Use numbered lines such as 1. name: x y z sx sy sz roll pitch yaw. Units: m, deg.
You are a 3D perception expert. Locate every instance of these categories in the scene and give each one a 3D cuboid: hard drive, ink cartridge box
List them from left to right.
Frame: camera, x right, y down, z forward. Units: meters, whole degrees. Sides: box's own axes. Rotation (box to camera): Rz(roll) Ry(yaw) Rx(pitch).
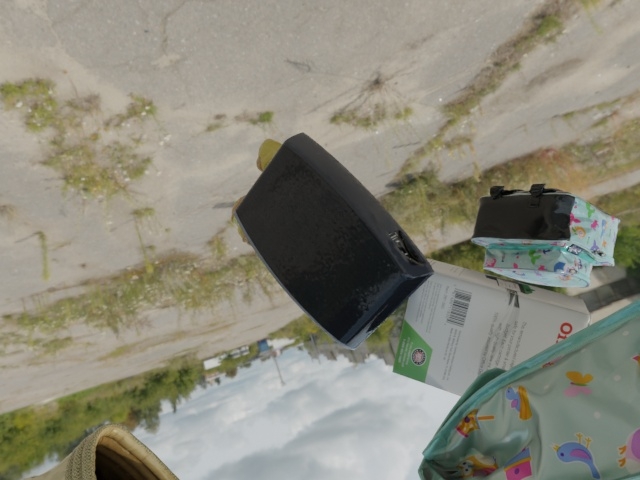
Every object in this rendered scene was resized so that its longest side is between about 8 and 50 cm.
1. hard drive: 0.000 0.000 0.615 0.172 0.255 0.054 -49 160 24
2. ink cartridge box: 0.228 0.132 0.661 0.219 0.160 0.092 16 -167 21

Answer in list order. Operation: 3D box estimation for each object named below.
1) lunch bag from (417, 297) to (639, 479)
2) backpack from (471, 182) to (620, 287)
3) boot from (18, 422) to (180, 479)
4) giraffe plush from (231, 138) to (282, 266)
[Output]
1. lunch bag: 0.252 0.208 0.435 0.262 0.223 0.160 -42 -156 30
2. backpack: 0.466 -0.003 0.980 0.253 0.191 0.225 7 177 -33
3. boot: -0.187 0.311 0.417 0.203 0.262 0.095 -34 168 17
4. giraffe plush: -0.070 -0.052 0.792 0.170 0.181 0.210 -46 -160 -16
